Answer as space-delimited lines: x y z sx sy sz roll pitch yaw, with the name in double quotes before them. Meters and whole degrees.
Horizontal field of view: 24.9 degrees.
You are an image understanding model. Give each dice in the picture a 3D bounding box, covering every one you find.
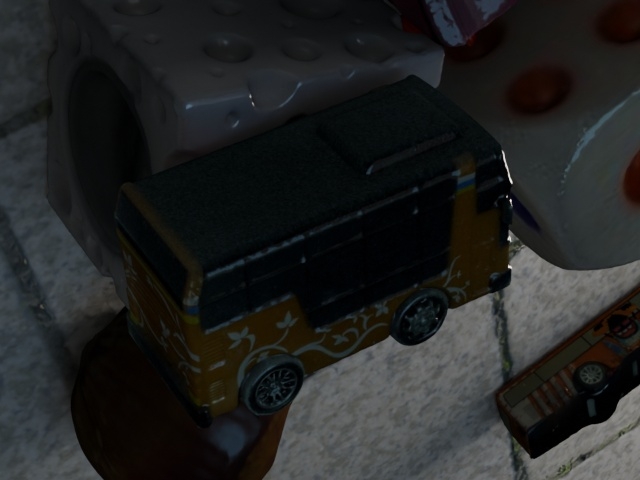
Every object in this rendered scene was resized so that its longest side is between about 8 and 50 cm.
"dice" 0.260 -0.137 1.433 0.259 0.251 0.243 -40 137 -5

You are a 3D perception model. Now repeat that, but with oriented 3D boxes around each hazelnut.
"hazelnut" -0.139 0.159 1.411 0.217 0.217 0.251 -6 150 -35

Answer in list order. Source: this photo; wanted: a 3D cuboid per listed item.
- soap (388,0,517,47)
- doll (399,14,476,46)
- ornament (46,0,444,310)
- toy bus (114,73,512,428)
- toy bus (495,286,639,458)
"soap" 0.055 -0.326 1.090 0.127 0.220 0.324 -27 124 -4
"doll" 0.227 -0.319 1.334 0.099 0.188 0.384 44 84 -11
"ornament" -0.075 -0.091 1.212 0.240 0.239 0.239 -16 132 -30
"toy bus" 0.000 0.000 1.061 0.275 0.138 0.167 -22 133 -22
"toy bus" 0.413 0.133 1.899 0.409 0.092 0.093 -34 141 -10
